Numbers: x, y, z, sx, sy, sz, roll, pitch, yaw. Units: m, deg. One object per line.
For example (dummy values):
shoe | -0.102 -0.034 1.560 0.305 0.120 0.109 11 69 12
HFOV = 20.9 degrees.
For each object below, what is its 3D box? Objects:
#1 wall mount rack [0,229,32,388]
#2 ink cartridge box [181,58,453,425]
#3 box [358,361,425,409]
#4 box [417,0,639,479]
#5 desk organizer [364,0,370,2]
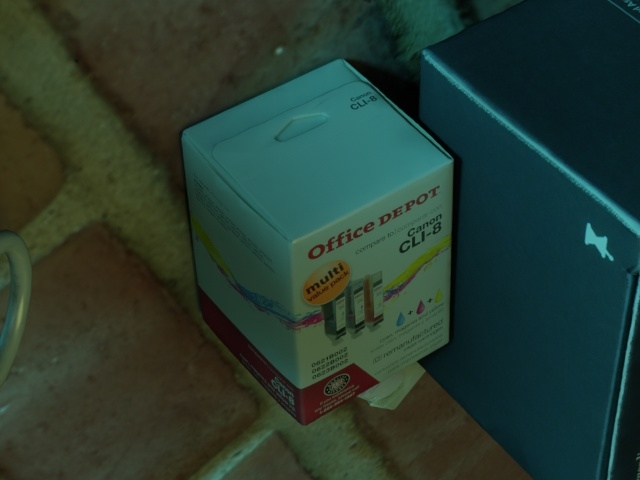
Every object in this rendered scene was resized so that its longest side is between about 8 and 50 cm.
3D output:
wall mount rack | -0.277 0.138 0.918 0.350 0.130 0.304 -61 163 -53
ink cartridge box | 0.000 0.000 1.129 0.128 0.127 0.176 -28 140 -22
box | 0.119 -0.018 1.282 0.324 0.067 0.063 -52 144 8
box | 0.277 -0.039 1.182 0.395 0.212 0.293 -27 141 -24
desk organizer | -0.011 -0.184 1.003 0.130 0.050 0.047 17 112 -51
